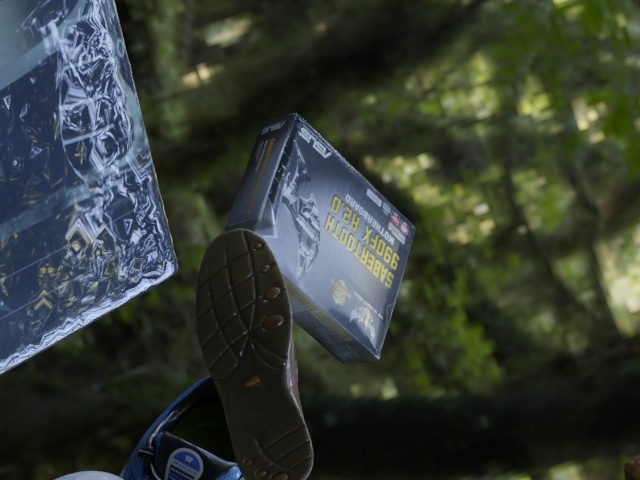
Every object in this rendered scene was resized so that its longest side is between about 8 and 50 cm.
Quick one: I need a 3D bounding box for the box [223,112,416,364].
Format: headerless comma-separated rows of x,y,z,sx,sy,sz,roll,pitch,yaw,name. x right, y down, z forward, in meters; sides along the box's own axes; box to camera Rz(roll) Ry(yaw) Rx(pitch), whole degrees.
0.000,0.000,2.058,0.231,0.056,0.183,43,50,-34,box

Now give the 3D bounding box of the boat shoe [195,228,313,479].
-0.047,0.081,1.256,0.060,0.064,0.178,171,-92,-84,boat shoe

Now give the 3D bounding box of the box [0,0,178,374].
-0.404,-0.109,1.355,0.297,0.480,0.471,4,-65,41,box

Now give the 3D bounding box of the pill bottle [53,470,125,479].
-0.081,0.227,1.011,0.246,0.136,0.136,36,-32,47,pill bottle

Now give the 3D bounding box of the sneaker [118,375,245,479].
-0.146,0.242,1.637,0.147,0.130,0.330,111,3,-49,sneaker

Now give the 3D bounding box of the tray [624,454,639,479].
0.304,0.353,1.290,0.203,0.076,0.410,37,-39,51,tray
